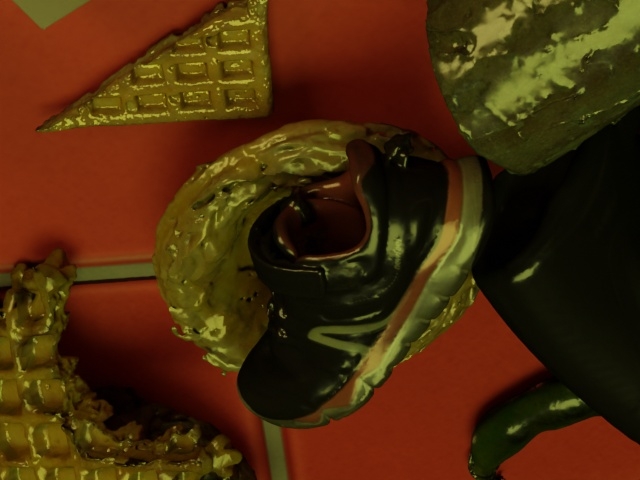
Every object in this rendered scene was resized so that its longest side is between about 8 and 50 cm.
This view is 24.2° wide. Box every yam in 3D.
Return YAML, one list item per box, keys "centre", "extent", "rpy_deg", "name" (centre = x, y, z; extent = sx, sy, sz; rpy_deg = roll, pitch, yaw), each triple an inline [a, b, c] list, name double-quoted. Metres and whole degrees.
- centre: [0.206, -0.178, 1.036]
  extent: [0.268, 0.161, 0.161]
  rpy_deg: [-35, 125, 28]
  name: "yam"

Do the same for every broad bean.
- centre: [0.265, 0.171, 1.448]
  extent: [0.292, 0.049, 0.144]
  rpy_deg: [-20, 137, 19]
  name: "broad bean"

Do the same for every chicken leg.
- centre: [-0.136, 0.318, 1.521]
  extent: [0.201, 0.152, 0.429]
  rpy_deg: [6, 142, 12]
  name: "chicken leg"

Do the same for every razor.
- centre: [0.265, 0.040, 1.230]
  extent: [0.349, 0.204, 0.113]
  rpy_deg: [41, 165, -31]
  name: "razor"

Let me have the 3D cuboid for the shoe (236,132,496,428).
- centre: [0.005, 0.032, 1.107]
  extent: [0.137, 0.114, 0.291]
  rpy_deg: [23, 125, -23]
  name: "shoe"

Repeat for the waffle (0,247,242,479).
- centre: [-0.228, 0.177, 1.319]
  extent: [0.293, 0.069, 0.260]
  rpy_deg: [47, 120, 7]
  name: "waffle"

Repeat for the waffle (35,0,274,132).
- centre: [-0.133, -0.139, 1.144]
  extent: [0.191, 0.032, 0.125]
  rpy_deg: [-3, 135, -1]
  name: "waffle"

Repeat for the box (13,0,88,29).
- centre: [-0.207, -0.267, 0.999]
  extent: [0.149, 0.067, 0.233]
  rpy_deg: [-28, 129, 20]
  name: "box"

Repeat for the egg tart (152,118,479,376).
- centre: [0.000, 0.000, 1.224]
  extent: [0.288, 0.118, 0.288]
  rpy_deg: [0, 133, 0]
  name: "egg tart"
